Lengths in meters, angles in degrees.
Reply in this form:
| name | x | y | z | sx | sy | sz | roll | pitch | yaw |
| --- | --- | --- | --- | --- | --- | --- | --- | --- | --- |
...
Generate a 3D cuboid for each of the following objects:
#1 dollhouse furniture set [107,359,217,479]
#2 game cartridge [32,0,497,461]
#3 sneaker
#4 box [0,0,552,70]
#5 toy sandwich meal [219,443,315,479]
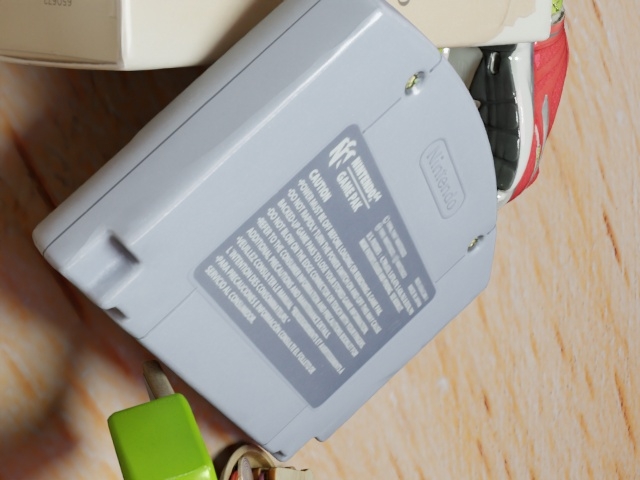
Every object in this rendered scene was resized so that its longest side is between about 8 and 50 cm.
| name | x | y | z | sx | sy | sz | roll | pitch | yaw |
| --- | --- | --- | --- | --- | --- | --- | --- | --- | --- |
| dollhouse furniture set | -0.188 | 0.183 | 0.538 | 0.302 | 0.151 | 0.197 | -16 | 113 | -13 |
| game cartridge | 0.000 | 0.000 | 0.613 | 0.198 | 0.062 | 0.297 | -46 | 152 | -8 |
| sneaker | 0.120 | -0.157 | 0.796 | 0.118 | 0.107 | 0.279 | -14 | 116 | -59 |
| box | -0.014 | -0.167 | 0.612 | 0.311 | 0.121 | 0.148 | -14 | 109 | -45 |
| toy sandwich meal | -0.030 | 0.160 | 0.718 | 0.085 | 0.029 | 0.085 | 40 | 43 | -53 |
